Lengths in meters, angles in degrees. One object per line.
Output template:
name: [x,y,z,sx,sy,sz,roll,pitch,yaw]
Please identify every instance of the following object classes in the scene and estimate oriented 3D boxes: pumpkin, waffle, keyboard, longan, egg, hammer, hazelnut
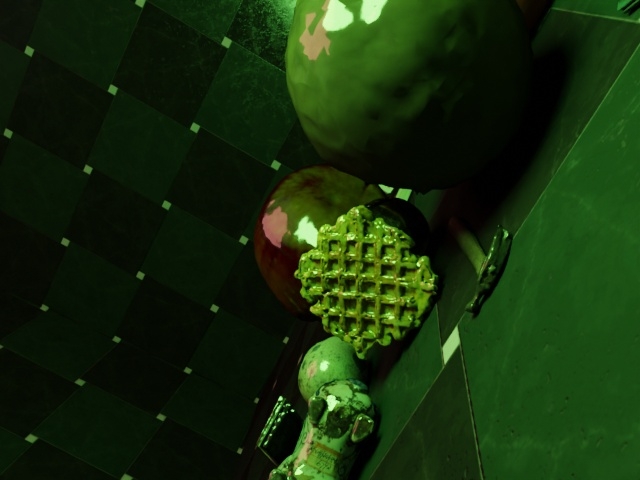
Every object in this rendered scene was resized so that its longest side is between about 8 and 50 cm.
pumpkin: [0.111,0.018,1.191,0.238,0.159,0.238,-37,-30,-26]
waffle: [0.078,0.074,1.059,0.245,0.254,0.052,-50,-14,23]
keyboard: [-0.041,0.394,1.103,0.106,0.027,0.317,-60,-30,-27]
longan: [0.150,-0.268,0.981,0.436,0.404,0.404,26,-91,-62]
egg: [0.031,0.273,1.223,0.182,0.141,0.141,-53,-6,-42]
hammer: [0.233,0.010,0.915,0.297,0.027,0.125,-76,10,-75]
hazelnut: [0.000,0.000,1.568,0.402,0.402,0.429,118,162,-50]

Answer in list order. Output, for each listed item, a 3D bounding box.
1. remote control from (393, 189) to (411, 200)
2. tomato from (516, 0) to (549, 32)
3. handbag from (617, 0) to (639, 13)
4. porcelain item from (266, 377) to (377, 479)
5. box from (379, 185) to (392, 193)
remote control: [0.237,-0.130,1.714,0.078,0.042,0.221,120,175,-67]
tomato: [0.361,-0.494,1.184,0.260,0.180,0.260,-157,90,-85]
handbag: [0.410,-0.433,0.639,0.274,0.100,0.269,149,144,-83]
porcelain item: [0.002,0.379,1.025,0.186,0.138,0.288,91,-157,-71]
box: [0.224,-0.320,1.727,0.333,0.173,0.145,-55,5,9]
